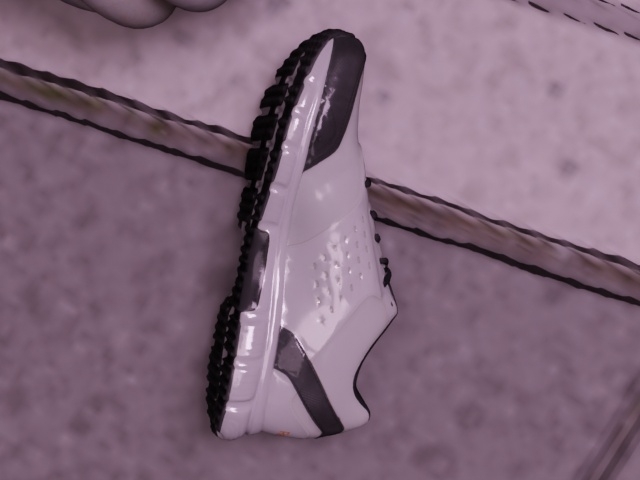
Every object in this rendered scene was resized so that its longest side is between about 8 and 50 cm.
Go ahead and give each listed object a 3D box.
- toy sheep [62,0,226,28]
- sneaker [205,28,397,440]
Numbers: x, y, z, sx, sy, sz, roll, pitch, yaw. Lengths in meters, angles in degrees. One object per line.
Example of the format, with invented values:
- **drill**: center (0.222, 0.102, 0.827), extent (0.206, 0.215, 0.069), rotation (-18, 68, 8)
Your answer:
- **toy sheep**: center (-0.038, -0.097, 0.398), extent (0.132, 0.091, 0.091), rotation (-33, 90, 20)
- **sneaker**: center (0.000, 0.000, 0.425), extent (0.043, 0.040, 0.109), rotation (9, 98, -12)
